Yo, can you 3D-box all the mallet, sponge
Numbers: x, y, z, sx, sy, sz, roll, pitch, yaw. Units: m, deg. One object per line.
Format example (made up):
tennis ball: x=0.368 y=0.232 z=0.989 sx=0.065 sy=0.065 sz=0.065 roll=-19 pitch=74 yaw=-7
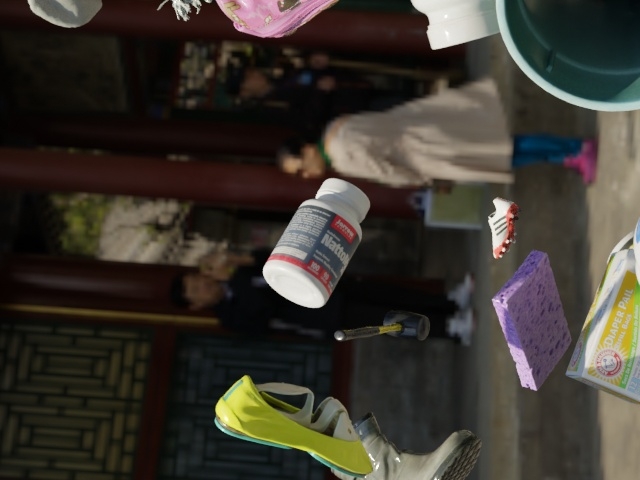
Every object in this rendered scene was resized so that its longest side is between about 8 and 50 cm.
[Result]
mallet: x=0.088 y=0.125 z=1.802 sx=0.189 sy=0.062 sz=0.039 roll=-5 pitch=-80 yaw=-62
sponge: x=0.333 y=0.126 z=2.036 sx=0.117 sy=0.031 sz=0.210 roll=-48 pitch=-45 yaw=-26

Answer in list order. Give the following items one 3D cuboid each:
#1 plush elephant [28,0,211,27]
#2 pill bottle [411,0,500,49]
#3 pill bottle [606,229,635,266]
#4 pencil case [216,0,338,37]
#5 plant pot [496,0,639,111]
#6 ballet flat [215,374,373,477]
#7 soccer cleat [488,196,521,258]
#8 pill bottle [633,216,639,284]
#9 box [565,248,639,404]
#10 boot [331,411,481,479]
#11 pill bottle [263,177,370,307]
plush elephant: x=-0.336 y=-0.463 z=1.935 sx=0.272 sy=0.330 sz=0.255 roll=-51 pitch=-27 yaw=18
pill bottle: x=0.207 y=-0.457 z=2.087 sx=0.162 sy=0.162 sz=0.279 roll=-81 pitch=-24 yaw=-81
pill bottle: x=0.646 y=0.080 z=2.433 sx=0.208 sy=0.119 sz=0.119 roll=46 pitch=150 yaw=33
pencil case: x=0.037 y=-0.377 z=1.555 sx=0.160 sy=0.386 sz=0.167 roll=50 pitch=-136 yaw=-21
plant pot: x=0.448 y=-0.418 z=1.953 sx=0.334 sy=0.341 sz=0.341 roll=-68 pitch=-15 yaw=-56
ballet flat: x=-0.015 y=0.211 z=1.507 sx=0.077 sy=0.231 sz=0.077 roll=-61 pitch=32 yaw=6
soccer cleat: x=0.216 y=-0.015 z=1.564 sx=0.029 sy=0.035 sz=0.083 roll=-35 pitch=-35 yaw=-37
pill bottle: x=0.358 y=-0.010 z=1.197 sx=0.221 sy=0.124 sz=0.124 roll=92 pitch=-178 yaw=-71
box: x=0.455 y=0.127 z=1.915 sx=0.103 sy=0.114 sz=0.203 roll=123 pitch=168 yaw=-85
boot: x=0.102 y=0.294 z=1.764 sx=0.161 sy=0.083 sz=0.246 roll=51 pitch=133 yaw=21
pill bottle: x=0.000 y=0.000 z=1.962 sx=0.180 sy=0.108 sz=0.108 roll=-61 pitch=-12 yaw=-24
